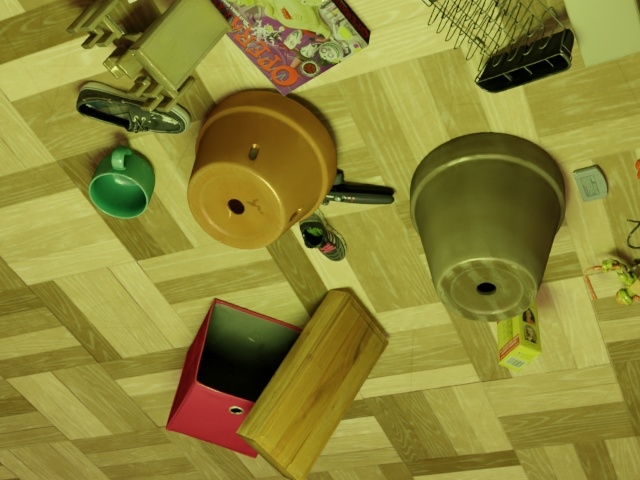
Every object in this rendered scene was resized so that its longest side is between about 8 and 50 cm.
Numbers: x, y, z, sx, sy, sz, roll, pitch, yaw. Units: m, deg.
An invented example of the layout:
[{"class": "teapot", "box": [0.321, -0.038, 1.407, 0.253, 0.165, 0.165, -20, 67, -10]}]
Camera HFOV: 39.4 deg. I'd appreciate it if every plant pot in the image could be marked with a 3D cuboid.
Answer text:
[{"class": "plant pot", "box": [0.329, -0.001, 1.778, 0.323, 0.280, 0.323, 5, 137, 5]}, {"class": "plant pot", "box": [-0.134, -0.120, 1.754, 0.291, 0.203, 0.291, 11, 128, 14]}]

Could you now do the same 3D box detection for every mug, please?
[{"class": "mug", "box": [-0.411, -0.133, 1.904, 0.129, 0.097, 0.158, 34, 131, -22]}]

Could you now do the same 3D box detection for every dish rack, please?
[{"class": "dish rack", "box": [0.278, -0.373, 1.502, 0.271, 0.074, 0.208, 36, 156, -24]}]

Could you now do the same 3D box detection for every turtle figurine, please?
[{"class": "turtle figurine", "box": [0.723, 0.085, 1.933, 0.269, 0.087, 0.217, 36, 123, -14]}]

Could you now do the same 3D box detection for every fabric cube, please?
[{"class": "fabric cube", "box": [-0.214, 0.352, 2.248, 0.254, 0.259, 0.258, 21, 136, -13]}]

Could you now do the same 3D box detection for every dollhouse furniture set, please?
[{"class": "dollhouse furniture set", "box": [-0.297, -0.364, 1.623, 0.242, 0.161, 0.212, 14, 152, 53]}]

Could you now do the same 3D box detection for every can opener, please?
[{"class": "can opener", "box": [0.064, -0.100, 1.880, 0.186, 0.059, 0.073, 11, 136, -1]}]

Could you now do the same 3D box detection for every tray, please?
[{"class": "tray", "box": [-0.007, 0.340, 2.102, 0.076, 0.411, 0.203, 7, 145, 46]}]

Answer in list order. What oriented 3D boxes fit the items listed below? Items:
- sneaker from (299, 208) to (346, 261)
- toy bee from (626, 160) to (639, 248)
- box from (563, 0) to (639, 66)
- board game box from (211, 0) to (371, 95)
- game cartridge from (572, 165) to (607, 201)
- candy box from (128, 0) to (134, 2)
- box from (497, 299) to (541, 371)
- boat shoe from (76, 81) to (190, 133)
[{"class": "sneaker", "box": [0.000, 0.000, 1.982, 0.063, 0.075, 0.170, -16, 130, 25]}, {"class": "toy bee", "box": [0.685, -0.123, 1.705, 0.298, 0.162, 0.195, -11, 129, -14]}, {"class": "box", "box": [0.447, -0.427, 1.453, 0.113, 0.094, 0.275, -13, 132, 22]}, {"class": "board game box", "box": [-0.095, -0.430, 1.583, 0.208, 0.056, 0.347, -23, 128, 35]}, {"class": "game cartridge", "box": [0.549, -0.115, 1.810, 0.056, 0.017, 0.083, -11, 132, 25]}, {"class": "candy box", "box": [-0.286, -0.498, 1.424, 0.070, 0.165, 0.196, -15, 113, 24]}, {"class": "box", "box": [0.431, 0.167, 1.963, 0.058, 0.232, 0.087, 22, 136, -16]}, {"class": "boat shoe", "box": [-0.378, -0.251, 1.792, 0.228, 0.076, 0.080, 19, 135, -9]}]
